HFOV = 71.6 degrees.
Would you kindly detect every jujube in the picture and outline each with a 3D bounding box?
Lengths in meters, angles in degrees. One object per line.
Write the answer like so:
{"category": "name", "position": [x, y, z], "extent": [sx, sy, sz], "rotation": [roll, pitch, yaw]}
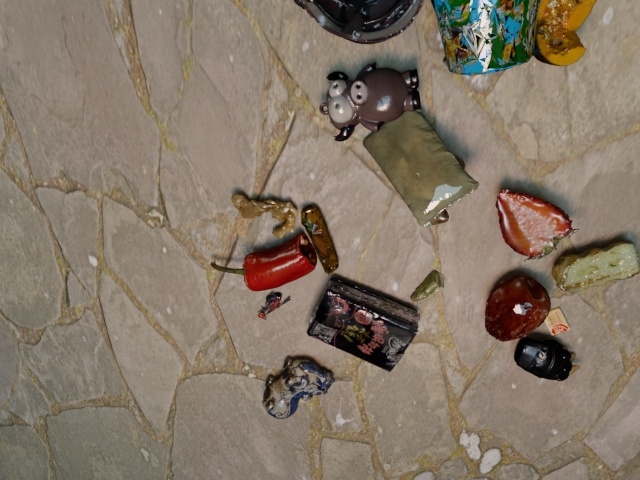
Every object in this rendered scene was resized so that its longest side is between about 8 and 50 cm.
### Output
{"category": "jujube", "position": [0.582, 0.214, 1.342], "extent": [0.168, 0.168, 0.236], "rotation": [16, 135, 1]}

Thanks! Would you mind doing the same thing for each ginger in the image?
{"category": "ginger", "position": [0.331, -0.138, 1.220], "extent": [0.104, 0.080, 0.204], "rotation": [30, 117, 30]}
{"category": "ginger", "position": [-0.162, -0.089, 1.357], "extent": [0.176, 0.052, 0.193], "rotation": [-23, 120, 21]}

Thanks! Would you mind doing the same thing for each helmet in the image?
{"category": "helmet", "position": [0.076, -0.583, 0.957], "extent": [0.338, 0.197, 0.271], "rotation": [43, 109, -6]}

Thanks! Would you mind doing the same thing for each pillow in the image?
{"category": "pillow", "position": [0.257, -0.200, 1.159], "extent": [0.185, 0.075, 0.302], "rotation": [-38, 79, 27]}

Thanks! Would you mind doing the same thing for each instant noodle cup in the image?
{"category": "instant noodle cup", "position": [0.359, -0.471, 0.957], "extent": [0.240, 0.240, 0.178], "rotation": [-8, 120, 14]}

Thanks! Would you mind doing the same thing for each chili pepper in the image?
{"category": "chili pepper", "position": [-0.179, 0.096, 1.410], "extent": [0.338, 0.134, 0.131], "rotation": [-21, 136, 16]}

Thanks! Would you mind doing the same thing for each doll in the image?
{"category": "doll", "position": [0.119, -0.353, 1.117], "extent": [0.257, 0.117, 0.182], "rotation": [-5, 88, 12]}

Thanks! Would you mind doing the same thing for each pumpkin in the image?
{"category": "pumpkin", "position": [0.525, -0.481, 0.985], "extent": [0.119, 0.107, 0.183], "rotation": [9, 105, -5]}

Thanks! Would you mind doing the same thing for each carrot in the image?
{"category": "carrot", "position": [0.001, -0.001, 1.371], "extent": [0.069, 0.069, 0.228], "rotation": [-14, 116, 17]}

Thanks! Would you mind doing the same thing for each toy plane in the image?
{"category": "toy plane", "position": [-0.170, 0.225, 1.539], "extent": [0.060, 0.037, 0.145], "rotation": [37, 115, -22]}

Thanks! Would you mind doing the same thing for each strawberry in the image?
{"category": "strawberry", "position": [0.559, -0.049, 1.225], "extent": [0.228, 0.098, 0.174], "rotation": [28, 119, -2]}

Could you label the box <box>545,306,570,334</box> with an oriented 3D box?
{"category": "box", "position": [0.745, 0.257, 1.406], "extent": [0.058, 0.015, 0.093], "rotation": [-27, 111, 24]}

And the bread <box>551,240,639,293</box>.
{"category": "bread", "position": [0.780, 0.069, 1.261], "extent": [0.232, 0.088, 0.128], "rotation": [-20, 122, 13]}

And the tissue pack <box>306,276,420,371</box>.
{"category": "tissue pack", "position": [0.137, 0.281, 1.471], "extent": [0.332, 0.123, 0.245], "rotation": [23, 126, 0]}

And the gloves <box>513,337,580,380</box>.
{"category": "gloves", "position": [0.737, 0.384, 1.430], "extent": [0.203, 0.124, 0.164], "rotation": [15, 139, 10]}

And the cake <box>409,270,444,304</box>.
{"category": "cake", "position": [0.337, 0.163, 1.407], "extent": [0.051, 0.055, 0.140], "rotation": [26, 122, -12]}

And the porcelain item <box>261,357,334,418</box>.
{"category": "porcelain item", "position": [-0.091, 0.557, 1.667], "extent": [0.186, 0.138, 0.288], "rotation": [26, 117, -25]}
